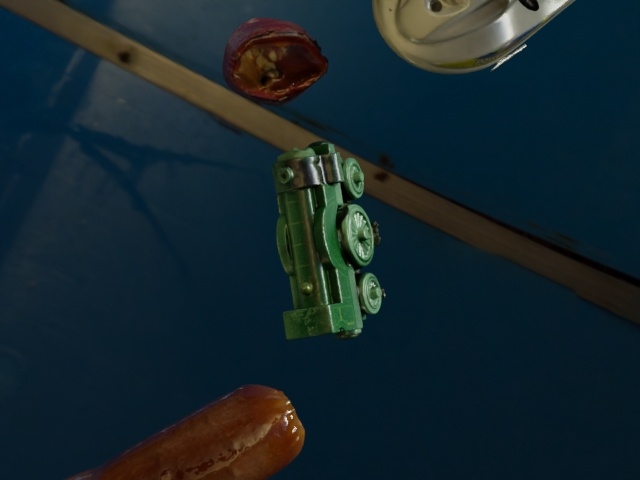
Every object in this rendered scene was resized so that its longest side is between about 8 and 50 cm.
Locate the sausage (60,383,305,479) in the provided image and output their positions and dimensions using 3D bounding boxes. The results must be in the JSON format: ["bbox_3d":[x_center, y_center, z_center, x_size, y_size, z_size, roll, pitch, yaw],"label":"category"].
[{"bbox_3d":[-0.149,0.219,1.030,0.300,0.083,0.089,-28,-151,7],"label":"sausage"}]

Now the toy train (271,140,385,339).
[{"bbox_3d":[0.000,0.000,1.006,0.071,0.104,0.178,-11,-94,28],"label":"toy train"}]

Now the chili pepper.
[{"bbox_3d":[-0.047,-0.166,1.071,0.086,0.192,0.084,33,-85,-14],"label":"chili pepper"}]

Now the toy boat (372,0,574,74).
[{"bbox_3d":[0.157,-0.238,0.980,0.141,0.269,0.141,20,-52,28],"label":"toy boat"}]
